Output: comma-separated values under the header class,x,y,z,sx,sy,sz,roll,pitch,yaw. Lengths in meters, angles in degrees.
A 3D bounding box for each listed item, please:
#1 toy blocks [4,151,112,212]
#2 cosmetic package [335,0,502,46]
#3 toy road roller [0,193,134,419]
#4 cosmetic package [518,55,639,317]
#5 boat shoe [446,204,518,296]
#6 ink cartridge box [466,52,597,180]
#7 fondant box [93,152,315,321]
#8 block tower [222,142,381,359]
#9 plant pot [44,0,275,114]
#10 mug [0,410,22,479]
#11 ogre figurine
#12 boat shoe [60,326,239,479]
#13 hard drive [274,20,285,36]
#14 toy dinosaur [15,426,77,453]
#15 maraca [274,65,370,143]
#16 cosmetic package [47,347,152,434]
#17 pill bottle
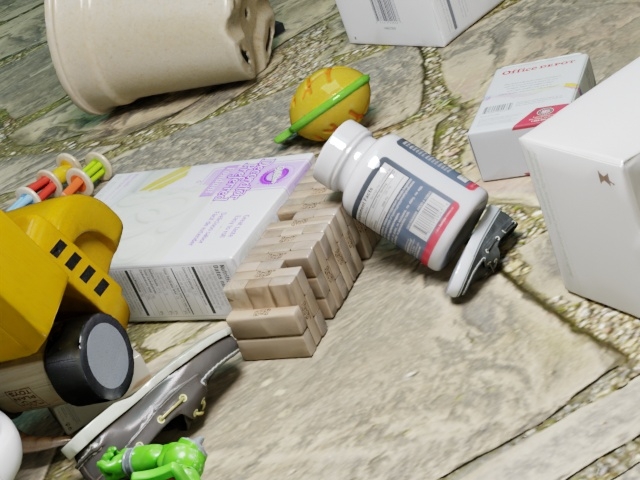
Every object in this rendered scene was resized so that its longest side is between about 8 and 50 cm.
class,x,y,z,sx,sy,sz,roll,pitch,yaw
toy blocks,-0.412,-0.078,1.970,0.123,0.054,0.148,1,35,38
cosmetic package,0.175,-0.433,2.088,0.224,0.138,0.225,12,41,47
toy road roller,-0.341,0.030,1.345,0.203,0.329,0.240,-14,47,27
cosmetic package,0.399,-0.099,1.270,0.366,0.197,0.155,-32,29,-20
boat shoe,0.179,0.014,1.390,0.040,0.049,0.142,28,49,7
ink cartridge box,0.272,-0.157,1.593,0.127,0.072,0.175,-7,31,27
fondant box,-0.178,-0.001,1.623,0.330,0.096,0.238,-3,33,30
block tower,0.000,0.000,1.495,0.097,0.091,0.335,-5,32,28
plant pot,-0.254,-0.382,2.162,0.306,0.333,0.334,2,34,18
mug,-0.436,0.257,1.180,0.328,0.276,0.374,-1,23,23
ogre figurine,-0.158,0.253,1.159,0.118,0.096,0.197,-27,14,17
boat shoe,-0.165,0.176,1.332,0.228,0.068,0.081,-37,-4,-31
hard drive,-0.137,-0.386,2.351,0.094,0.022,0.135,-32,29,-18
toy dinosaur,-0.347,0.223,1.382,0.212,0.064,0.112,0,34,36
maraca,0.002,-0.190,1.831,0.127,0.099,0.186,-35,4,-38
cosmetic package,-0.255,0.166,1.438,0.115,0.041,0.060,-31,27,-17
pill bottle,0.087,-0.056,1.424,0.180,0.108,0.108,34,52,13
